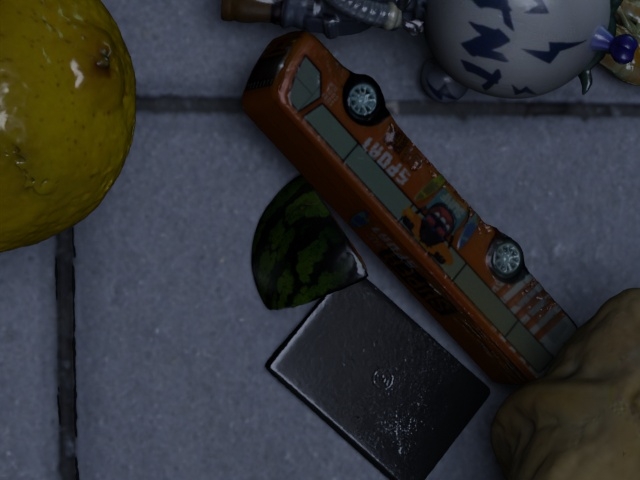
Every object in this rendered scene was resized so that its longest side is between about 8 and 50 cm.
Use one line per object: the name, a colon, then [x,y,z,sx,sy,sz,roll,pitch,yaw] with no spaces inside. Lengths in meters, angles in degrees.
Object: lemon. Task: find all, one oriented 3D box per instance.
lemon: [-0.294,-0.119,1.639,0.293,0.293,0.293,0,89,-15]

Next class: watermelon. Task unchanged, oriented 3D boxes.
watermelon: [0.000,0.000,1.832,0.094,0.125,0.135,13,64,-42]

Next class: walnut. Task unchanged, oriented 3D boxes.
walnut: [0.322,0.232,1.766,0.381,0.381,0.381,0,89,-15]

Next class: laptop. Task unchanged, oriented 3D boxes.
laptop: [0.057,0.135,1.868,0.197,0.016,0.135,43,78,-12]

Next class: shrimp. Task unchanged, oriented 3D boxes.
shrimp: [0.285,-0.215,1.923,0.190,0.042,0.101,23,63,-13]

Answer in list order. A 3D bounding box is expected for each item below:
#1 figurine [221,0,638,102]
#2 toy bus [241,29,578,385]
figurine: [0.106,-0.238,1.795,0.382,0.261,0.186,10,55,2]
toy bus: [0.086,-0.027,1.807,0.409,0.093,0.092,47,69,-18]
